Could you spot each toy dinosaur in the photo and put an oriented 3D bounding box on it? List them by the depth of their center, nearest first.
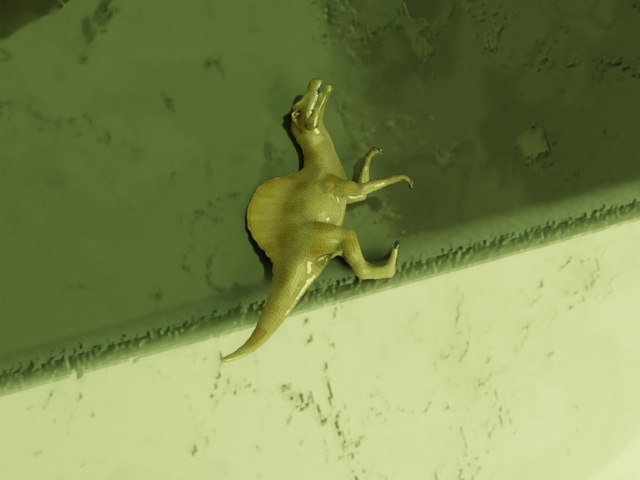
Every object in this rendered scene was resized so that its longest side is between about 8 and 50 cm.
[{"bbox_3d":[0.000,0.000,1.070,0.093,0.053,0.183,12,69,4],"label":"toy dinosaur"}]
